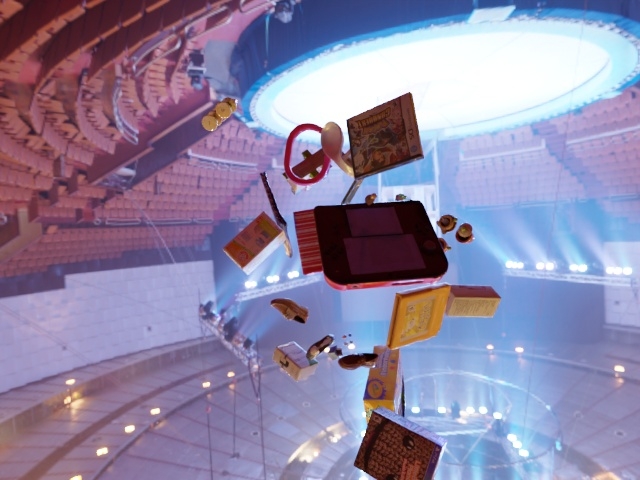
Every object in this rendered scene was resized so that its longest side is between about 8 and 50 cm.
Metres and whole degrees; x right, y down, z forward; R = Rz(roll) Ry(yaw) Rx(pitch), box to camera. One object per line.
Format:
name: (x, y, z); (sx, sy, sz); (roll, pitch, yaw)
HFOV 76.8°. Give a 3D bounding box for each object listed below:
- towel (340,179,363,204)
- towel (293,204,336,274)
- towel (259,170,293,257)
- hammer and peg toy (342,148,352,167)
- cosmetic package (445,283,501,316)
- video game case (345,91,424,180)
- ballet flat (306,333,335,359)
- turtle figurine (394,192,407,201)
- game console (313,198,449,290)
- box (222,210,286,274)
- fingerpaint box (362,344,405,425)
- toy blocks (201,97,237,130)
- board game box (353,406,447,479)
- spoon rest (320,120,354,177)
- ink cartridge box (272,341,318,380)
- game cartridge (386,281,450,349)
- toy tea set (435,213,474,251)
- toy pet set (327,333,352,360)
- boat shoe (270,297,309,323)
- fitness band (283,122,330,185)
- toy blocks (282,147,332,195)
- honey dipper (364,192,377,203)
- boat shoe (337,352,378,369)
towel: (0.170, -0.255, 1.937); (0.021, 0.237, 0.102); (39, -156, 18)
towel: (0.000, 0.000, 1.704); (0.198, 0.275, 0.031); (-9, -179, -6)
towel: (-0.188, -0.113, 1.774); (0.040, 0.336, 0.243); (-18, 144, -6)
hammer and peg toy: (0.247, -0.506, 2.009); (0.361, 0.127, 0.266); (-45, 170, 21)
cosmetic package: (0.862, 0.349, 2.339); (0.295, 0.153, 0.129); (5, -151, -11)
video game case: (0.230, -0.380, 1.492); (0.274, 0.249, 0.035); (-14, 168, 33)
ballet flat: (-0.003, 0.562, 2.143); (0.188, 0.070, 0.070); (-40, -171, -6)
turtle figurine: (0.323, -0.070, 1.709); (0.118, 0.234, 0.175); (12, 162, 32)
game console: (0.183, -0.001, 1.284); (0.385, 0.342, 0.060); (-3, 142, -7)
box: (-0.239, 0.012, 1.483); (0.203, 0.114, 0.103); (-43, 167, -11)
fingerpaint box: (0.357, 0.842, 2.158); (0.163, 0.372, 0.445); (-4, -161, 17)
toy blocks: (-0.325, -0.437, 1.356); (0.123, 0.054, 0.148); (-32, -156, 25)
board game box: (0.315, 0.838, 1.590); (0.290, 0.232, 0.141); (17, 174, 28)
spoon rest: (0.077, -0.367, 1.639); (0.084, 0.277, 0.137); (-14, 152, -39)
ink cartridge box: (-0.140, 0.664, 2.233); (0.208, 0.087, 0.153); (31, -160, 35)
game cartridge: (0.463, 0.352, 1.891); (0.323, 0.286, 0.052); (-6, -157, -30)
toy tea set: (0.532, -0.027, 1.867); (0.335, 0.200, 0.124); (-24, 154, 34)
toy pet set: (0.093, 0.509, 1.890); (0.114, 0.122, 0.065); (-28, 151, 36)
boat shoe: (-0.210, 0.498, 2.840); (0.324, 0.117, 0.123); (26, 138, -29)
fitness band: (-0.055, -0.383, 1.799); (0.208, 0.291, 0.054); (6, 170, 8)
toy blocks: (-0.075, -0.421, 2.581); (0.381, 0.191, 0.261); (-37, 168, -21)
honey dipper: (0.156, -0.128, 1.218); (0.030, 0.031, 0.161); (-3, -178, 1)
boat shoe: (0.153, 0.475, 1.618); (0.177, 0.060, 0.064); (5, -141, -27)
